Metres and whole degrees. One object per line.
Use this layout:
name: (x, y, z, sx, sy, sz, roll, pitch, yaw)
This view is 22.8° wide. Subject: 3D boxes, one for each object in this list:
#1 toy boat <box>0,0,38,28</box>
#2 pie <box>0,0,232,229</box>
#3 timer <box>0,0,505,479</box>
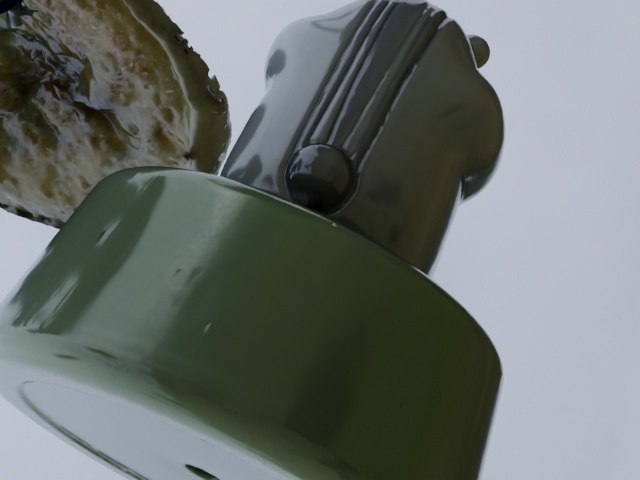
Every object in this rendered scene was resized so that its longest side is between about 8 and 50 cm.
toy boat: (-0.251, -0.079, 0.919, 0.220, 0.067, 0.291, -27, -20, -11)
pie: (-0.187, -0.107, 1.063, 0.055, 0.274, 0.274, -65, -36, -39)
timer: (0.000, 0.000, 0.914, 0.291, 0.290, 0.315, 50, -121, -49)
